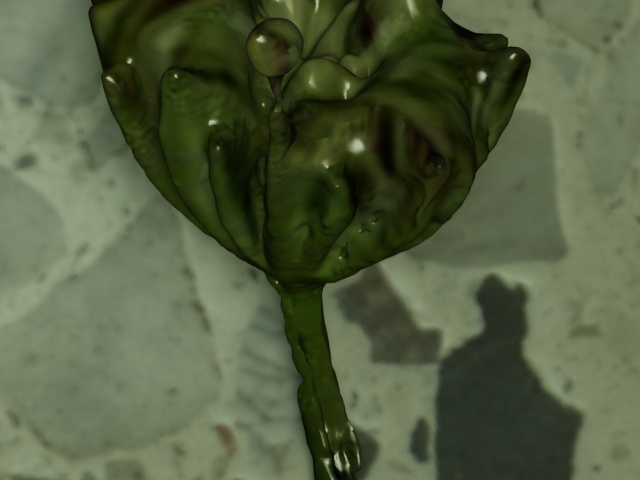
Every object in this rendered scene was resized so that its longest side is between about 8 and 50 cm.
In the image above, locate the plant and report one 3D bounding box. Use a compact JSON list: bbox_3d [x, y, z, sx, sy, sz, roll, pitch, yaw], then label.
[{"bbox_3d":[-0.033,0.007,0.922,0.180,0.251,0.333,0,121,-22],"label":"plant"}]
